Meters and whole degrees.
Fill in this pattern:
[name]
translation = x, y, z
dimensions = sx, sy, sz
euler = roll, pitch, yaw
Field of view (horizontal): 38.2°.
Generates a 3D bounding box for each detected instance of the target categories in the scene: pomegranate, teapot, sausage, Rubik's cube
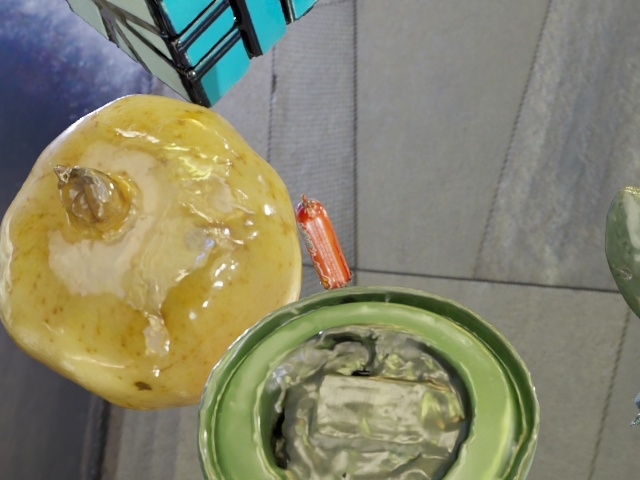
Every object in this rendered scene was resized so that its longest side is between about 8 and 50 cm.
[pomegranate]
translation = -0.183, 0.013, 0.965
dimensions = 0.342, 0.342, 0.342
euler = -24, 52, 35
[teapot]
translation = 0.041, 0.235, 0.629
dimensions = 0.200, 0.337, 0.270
euler = 2, 44, 12
[sausage]
translation = 0.000, 0.000, 1.167
dimensions = 0.048, 0.145, 0.050
euler = -4, 41, 21
[Rubik's cube]
translation = -0.175, -0.388, 1.151
dimensions = 0.293, 0.288, 0.283
euler = 37, 75, 17

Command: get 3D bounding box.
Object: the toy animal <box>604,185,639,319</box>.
[toy animal]
translation = 0.210, 0.089, 0.431
dimensions = 0.127, 0.125, 0.251
euler = -14, 77, 17

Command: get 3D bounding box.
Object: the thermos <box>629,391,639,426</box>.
[thermos]
translation = 0.550, 0.286, 1.217
dimensions = 0.182, 0.145, 0.286
euler = -34, 77, -22
